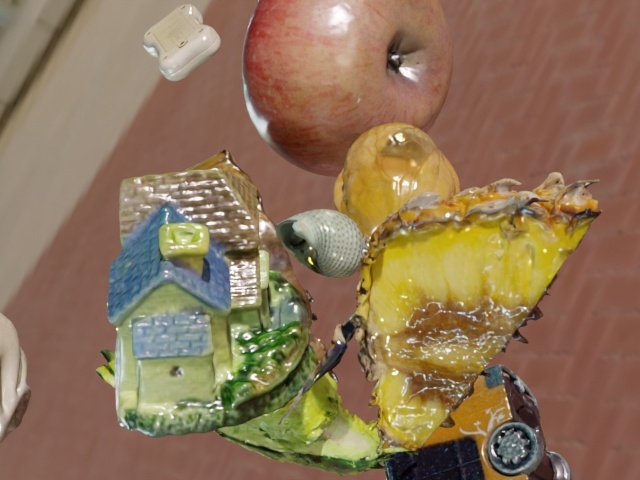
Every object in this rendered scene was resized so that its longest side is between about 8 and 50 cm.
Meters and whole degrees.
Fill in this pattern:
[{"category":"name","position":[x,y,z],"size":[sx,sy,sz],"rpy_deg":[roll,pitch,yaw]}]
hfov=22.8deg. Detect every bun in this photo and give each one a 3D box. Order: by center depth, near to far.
[{"category":"bun","position":[-0.340,0.145,1.522],"size":[0.173,0.119,0.173],"rpy_deg":[23,-90,-80]}]

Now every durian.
[{"category":"durian","position":[-0.050,0.166,1.677],"size":[0.132,0.375,0.107],"rpy_deg":[-109,40,-67]}]

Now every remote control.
[{"category":"remote control","position":[-0.151,-0.216,1.734],"size":[0.074,0.032,0.122],"rpy_deg":[-37,32,2]}]

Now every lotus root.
[{"category":"lotus root","position":[-0.107,0.054,2.283],"size":[0.111,0.390,0.375],"rpy_deg":[-24,32,-8]}]

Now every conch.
[{"category":"conch","position":[0.003,-0.002,1.495],"size":[0.076,0.085,0.057],"rpy_deg":[-9,36,52]}]

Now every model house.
[{"category":"model house","position":[-0.106,0.043,1.458],"size":[0.214,0.195,0.189],"rpy_deg":[-89,-6,-57]}]

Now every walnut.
[{"category":"walnut","position":[0.095,-0.058,1.978],"size":[0.159,0.159,0.207],"rpy_deg":[-53,25,29]}]

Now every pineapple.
[{"category":"pineapple","position":[0.102,0.033,1.394],"size":[0.161,0.158,0.335],"rpy_deg":[-75,8,-54]}]

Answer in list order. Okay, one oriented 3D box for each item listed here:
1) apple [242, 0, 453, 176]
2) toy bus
[{"category":"apple","position":[0.048,-0.261,2.300],"size":[0.269,0.345,0.345],"rpy_deg":[16,77,30]},{"category":"toy bus","position":[0.190,0.324,1.781],"size":[0.194,0.162,0.324],"rpy_deg":[-22,60,17]}]
